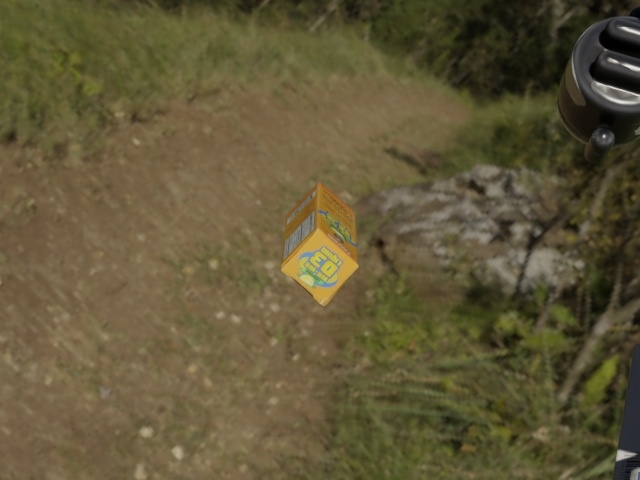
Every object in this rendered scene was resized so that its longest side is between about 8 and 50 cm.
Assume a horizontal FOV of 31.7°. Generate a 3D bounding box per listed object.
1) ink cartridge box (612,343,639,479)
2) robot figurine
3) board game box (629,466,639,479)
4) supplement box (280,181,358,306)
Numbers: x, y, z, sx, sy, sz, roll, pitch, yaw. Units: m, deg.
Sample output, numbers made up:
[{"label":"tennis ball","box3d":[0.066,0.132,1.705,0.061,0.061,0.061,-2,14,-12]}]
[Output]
[{"label":"ink cartridge box","box3d":[0.608,0.298,1.782,0.066,0.261,0.296,43,53,-37]},{"label":"robot figurine","box3d":[0.482,-0.253,1.823,0.173,0.209,0.278,57,-7,15]},{"label":"board game box","box3d":[0.513,0.403,1.389,0.086,0.302,0.308,37,51,-21]},{"label":"supplement box","box3d":[0.000,0.000,1.487,0.078,0.080,0.233,41,15,-12]}]
